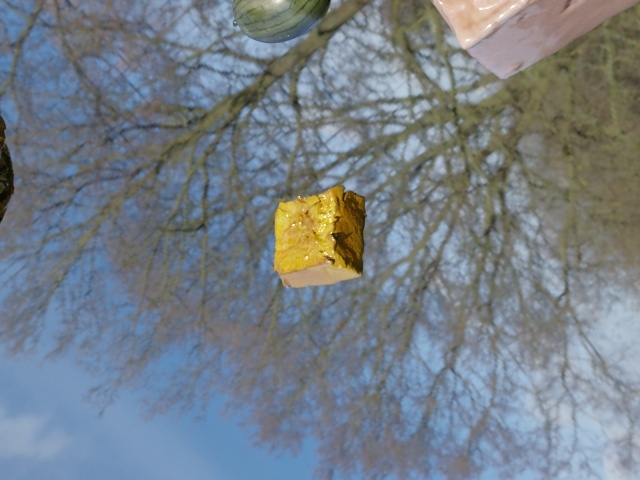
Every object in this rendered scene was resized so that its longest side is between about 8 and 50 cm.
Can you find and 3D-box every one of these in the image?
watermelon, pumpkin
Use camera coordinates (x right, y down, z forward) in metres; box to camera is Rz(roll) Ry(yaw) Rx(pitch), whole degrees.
[{"bbox_3d":[-0.041,-0.239,0.868,0.078,0.111,0.078,33,-130,-50],"label":"watermelon"},{"bbox_3d":[0.000,0.000,0.723,0.054,0.083,0.074,22,-115,-44],"label":"pumpkin"}]

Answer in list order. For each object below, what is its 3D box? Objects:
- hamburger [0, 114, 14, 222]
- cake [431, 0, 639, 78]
[{"bbox_3d":[-0.369,-0.073,0.715,0.231,0.106,0.231,8,-133,-8],"label":"hamburger"},{"bbox_3d":[0.244,-0.406,1.090,0.306,0.314,0.293,63,-156,10],"label":"cake"}]
